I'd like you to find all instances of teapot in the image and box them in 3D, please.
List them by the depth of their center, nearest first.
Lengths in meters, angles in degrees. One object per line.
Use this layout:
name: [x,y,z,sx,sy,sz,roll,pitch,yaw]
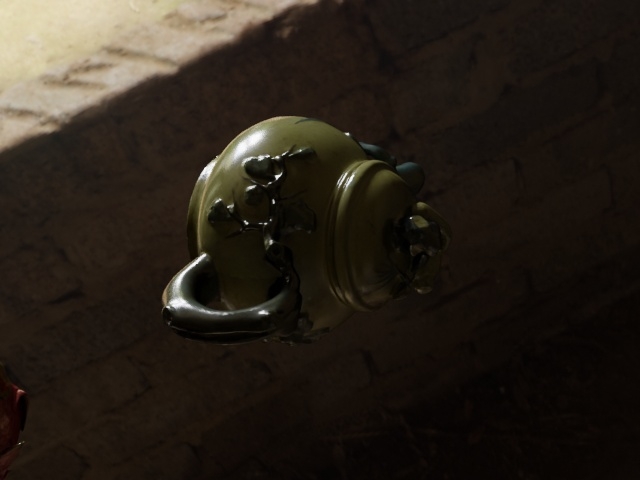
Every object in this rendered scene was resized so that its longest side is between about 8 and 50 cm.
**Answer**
teapot: [0.000,0.000,0.631,0.183,0.173,0.269,4,28,28]

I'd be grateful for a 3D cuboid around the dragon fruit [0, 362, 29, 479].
dragon fruit: [-0.300,0.131,0.663,0.166,0.136,0.133,37,26,9]
